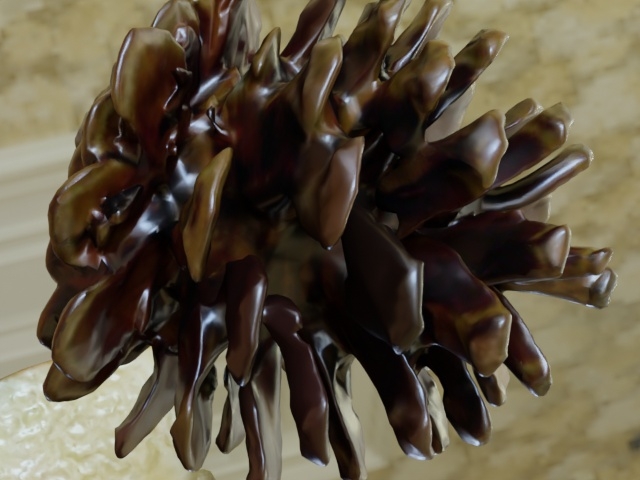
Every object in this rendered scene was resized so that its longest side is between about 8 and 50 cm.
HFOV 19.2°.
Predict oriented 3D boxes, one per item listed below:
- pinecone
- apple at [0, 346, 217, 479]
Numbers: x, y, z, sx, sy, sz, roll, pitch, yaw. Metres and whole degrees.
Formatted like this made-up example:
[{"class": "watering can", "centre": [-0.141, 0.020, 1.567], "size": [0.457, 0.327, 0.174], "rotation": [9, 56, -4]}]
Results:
[{"class": "pinecone", "centre": [0.004, -0.009, 0.848], "size": [0.264, 0.264, 0.264], "rotation": [166, -90, -77]}, {"class": "apple", "centre": [-0.150, 0.241, 1.186], "size": [0.252, 0.314, 0.309], "rotation": [34, -30, 17]}]
